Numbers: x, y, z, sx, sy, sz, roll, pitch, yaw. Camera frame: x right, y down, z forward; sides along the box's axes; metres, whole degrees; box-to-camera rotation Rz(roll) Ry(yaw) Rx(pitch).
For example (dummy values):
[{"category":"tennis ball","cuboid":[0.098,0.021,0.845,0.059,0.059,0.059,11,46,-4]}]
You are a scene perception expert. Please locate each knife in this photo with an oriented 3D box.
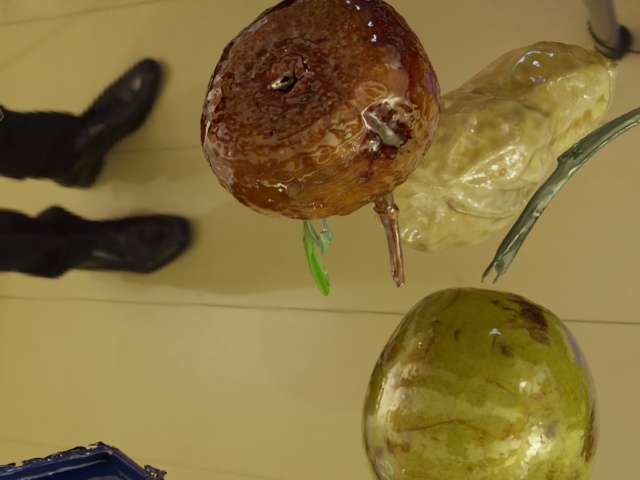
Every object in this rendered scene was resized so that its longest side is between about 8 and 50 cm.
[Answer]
[{"category":"knife","cuboid":[-0.003,0.000,0.926,0.023,0.166,0.078,-1,66,-1]}]

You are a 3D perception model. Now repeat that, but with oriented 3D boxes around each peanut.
[{"category":"peanut","cuboid":[0.187,-0.110,1.297,0.158,0.340,0.174,38,142,15]}]

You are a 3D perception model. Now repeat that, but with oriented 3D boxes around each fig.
[{"category":"fig","cuboid":[0.025,-0.059,0.745,0.146,0.201,0.133,-22,53,24]}]

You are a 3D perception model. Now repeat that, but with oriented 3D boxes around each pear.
[{"category":"pear","cuboid":[0.176,0.190,1.291,0.284,0.284,0.283,-5,82,36]}]

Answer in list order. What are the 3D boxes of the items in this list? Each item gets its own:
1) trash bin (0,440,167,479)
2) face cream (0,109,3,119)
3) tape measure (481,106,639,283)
[{"category":"trash bin","cuboid":[-0.155,0.266,0.770,0.184,0.163,0.234,8,106,62]},{"category":"face cream","cuboid":[-0.269,-0.177,0.665,0.078,0.078,0.273,-22,108,32]},{"category":"tape measure","cuboid":[0.255,-0.028,0.699,0.164,0.330,0.084,61,161,-9]}]
